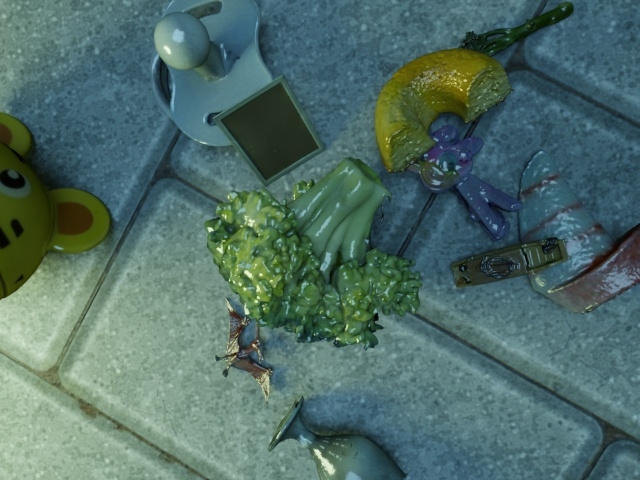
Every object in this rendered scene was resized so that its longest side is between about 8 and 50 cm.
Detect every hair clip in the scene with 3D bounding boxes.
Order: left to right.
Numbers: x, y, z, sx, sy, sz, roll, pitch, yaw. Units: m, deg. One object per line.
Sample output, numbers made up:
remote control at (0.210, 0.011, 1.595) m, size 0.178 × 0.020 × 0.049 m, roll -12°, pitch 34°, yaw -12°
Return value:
hair clip at (0.254, -0.118, 0.874) m, size 0.137 × 0.090 × 0.278 m, roll -43°, pitch 87°, yaw -1°

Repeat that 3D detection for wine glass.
wine glass at (0.030, 0.400, 0.892) m, size 0.241 × 0.126 × 0.127 m, roll 32°, pitch 94°, yaw 6°

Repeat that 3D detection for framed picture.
framed picture at (-0.087, -0.193, 0.882) m, size 0.141 × 0.183 × 0.011 m, roll -31°, pitch 47°, yaw 6°

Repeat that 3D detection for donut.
donut at (0.183, -0.248, 0.853) m, size 0.259 × 0.101 × 0.152 m, roll -37°, pitch 55°, yaw 3°

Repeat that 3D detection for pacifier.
pacifier at (-0.215, -0.317, 0.845) m, size 0.243 × 0.233 × 0.300 m, roll -13°, pitch 90°, yaw 9°

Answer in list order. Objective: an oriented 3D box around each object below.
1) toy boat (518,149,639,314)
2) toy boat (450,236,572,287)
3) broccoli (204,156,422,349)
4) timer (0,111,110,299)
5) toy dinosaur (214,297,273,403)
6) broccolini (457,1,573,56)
toy boat at (0.436, -0.023, 0.869) m, size 0.206 × 0.096 × 0.282 m, roll -35°, pitch 78°, yaw 21°
toy boat at (0.328, 0.040, 0.853) m, size 0.200 × 0.077 × 0.057 m, roll -17°, pitch 85°, yaw 27°
broccoli at (-0.009, -0.008, 0.787) m, size 0.347 × 0.293 × 0.281 m, roll 28°, pitch 117°, yaw -30°
timer at (-0.631, -0.062, 0.866) m, size 0.376 × 0.376 × 0.387 m, roll 46°, pitch 52°, yaw 3°
toy dinosaur at (-0.152, 0.218, 0.952) m, size 0.108 × 0.032 × 0.220 m, roll -26°, pitch 86°, yaw 8°
broccolini at (0.350, -0.383, 0.887) m, size 0.216 × 0.058 × 0.067 m, roll -29°, pitch 129°, yaw -1°
